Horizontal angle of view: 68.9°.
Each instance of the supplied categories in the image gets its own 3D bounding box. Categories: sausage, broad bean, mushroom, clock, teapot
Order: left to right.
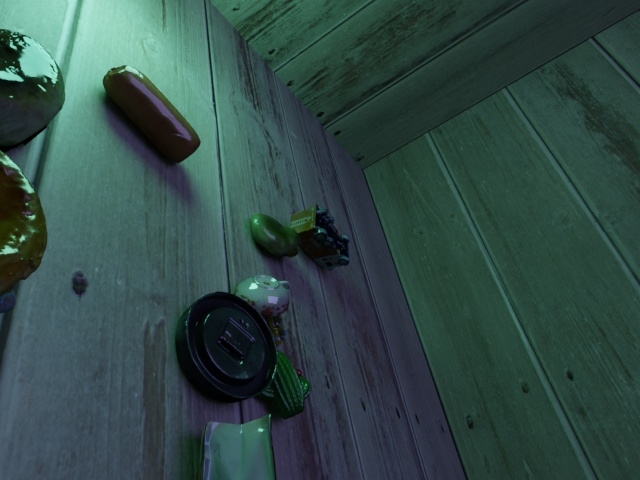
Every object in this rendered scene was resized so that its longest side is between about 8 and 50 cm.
[{"bbox_3d":[-0.623,-0.311,0.896,0.247,0.130,0.344,58,20,-21],"label":"mushroom"},{"bbox_3d":[-0.474,-0.357,1.318,0.304,0.121,0.121,49,24,-31],"label":"sausage"},{"bbox_3d":[-0.226,0.259,1.149,0.281,0.055,0.280,37,33,-29],"label":"clock"},{"bbox_3d":[-0.161,0.161,1.366,0.246,0.159,0.115,-4,107,-52],"label":"teapot"},{"bbox_3d":[-0.164,-0.012,1.659,0.228,0.100,0.169,36,23,-27],"label":"broad bean"}]

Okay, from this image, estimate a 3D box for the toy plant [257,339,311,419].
[{"bbox_3d":[-0.125,0.369,1.269,0.240,0.088,0.155,48,41,1],"label":"toy plant"}]

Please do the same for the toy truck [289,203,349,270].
[{"bbox_3d":[0.000,0.000,1.926,0.305,0.162,0.136,49,34,-44],"label":"toy truck"}]

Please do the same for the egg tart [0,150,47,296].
[{"bbox_3d":[-0.576,-0.046,0.615,0.388,0.169,0.387,48,19,-23],"label":"egg tart"}]

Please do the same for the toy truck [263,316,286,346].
[{"bbox_3d":[-0.139,0.262,1.378,0.076,0.077,0.111,29,36,-56],"label":"toy truck"}]

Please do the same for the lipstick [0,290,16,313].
[{"bbox_3d":[-0.536,0.104,0.685,0.048,0.048,0.158,62,20,1],"label":"lipstick"}]

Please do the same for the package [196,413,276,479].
[{"bbox_3d":[-0.179,0.522,0.902,0.165,0.221,0.311,6,48,-17],"label":"package"}]
